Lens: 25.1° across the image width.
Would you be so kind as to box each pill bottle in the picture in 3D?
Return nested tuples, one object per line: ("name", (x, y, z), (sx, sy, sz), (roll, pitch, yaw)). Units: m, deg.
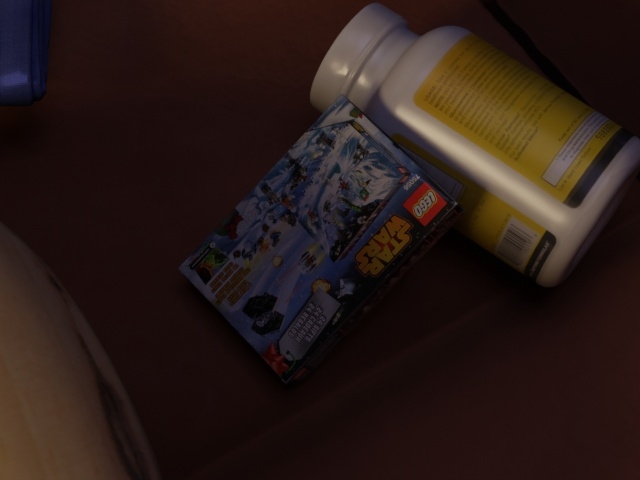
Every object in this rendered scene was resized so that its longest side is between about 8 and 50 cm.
("pill bottle", (0.089, -0.061, 0.845), (0.184, 0.103, 0.103), (35, 60, 12))

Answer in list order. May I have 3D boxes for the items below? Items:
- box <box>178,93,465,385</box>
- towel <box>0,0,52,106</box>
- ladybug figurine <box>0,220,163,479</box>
("box", (0.000, 0.000, 0.798), (0.137, 0.027, 0.094), (-46, 71, 5))
("towel", (-0.330, -0.162, 0.863), (0.336, 0.040, 0.243), (-2, 50, -8))
("ladybug figurine", (-0.203, 0.162, 0.601), (0.305, 0.162, 0.449), (-23, 56, -4))
